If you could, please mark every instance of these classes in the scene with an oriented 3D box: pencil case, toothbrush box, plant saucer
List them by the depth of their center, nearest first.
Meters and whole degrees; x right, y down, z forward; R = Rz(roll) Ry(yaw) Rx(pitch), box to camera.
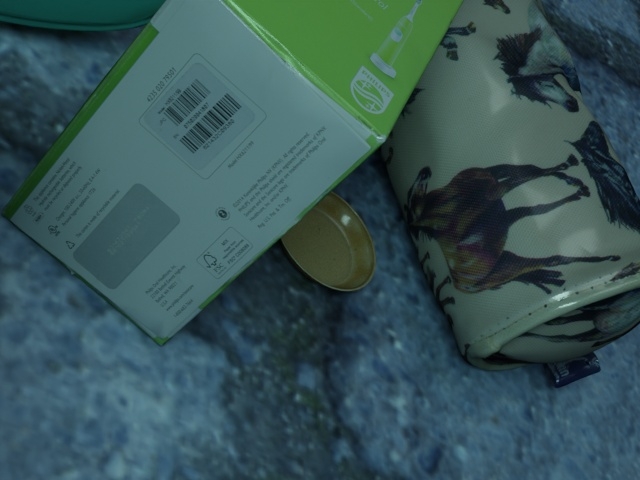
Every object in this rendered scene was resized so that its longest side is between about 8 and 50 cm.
[{"bbox_3d":[-0.028,-0.106,0.684,0.122,0.206,0.283,42,40,-9],"label":"toothbrush box"},{"bbox_3d":[0.000,0.000,0.775,0.083,0.015,0.083,25,45,-28],"label":"plant saucer"},{"bbox_3d":[0.123,-0.103,0.861,0.183,0.160,0.410,0,59,-34],"label":"pencil case"}]

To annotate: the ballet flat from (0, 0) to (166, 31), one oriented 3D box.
[{"bbox_3d":[-0.282,-0.230,0.594,0.483,0.164,0.182,1,49,-39],"label":"ballet flat"}]
